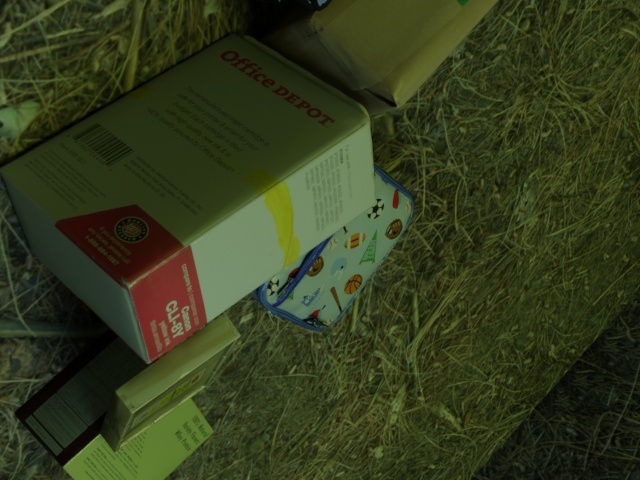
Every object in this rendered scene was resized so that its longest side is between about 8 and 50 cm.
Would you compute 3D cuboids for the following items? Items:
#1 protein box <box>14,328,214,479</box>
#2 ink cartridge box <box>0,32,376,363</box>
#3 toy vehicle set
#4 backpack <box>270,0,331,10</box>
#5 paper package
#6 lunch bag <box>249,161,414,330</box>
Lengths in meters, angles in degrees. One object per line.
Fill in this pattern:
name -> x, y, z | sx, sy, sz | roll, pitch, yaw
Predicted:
protein box -> -0.301, 0.270, 1.755 | 0.201, 0.136, 0.199 | -42, 143, -15
ink cartridge box -> -0.157, -0.068, 1.501 | 0.385, 0.279, 0.160 | -35, 142, -24
toy vehicle set -> -0.201, 0.191, 1.537 | 0.166, 0.035, 0.267 | -35, 172, -23
backpack -> -0.083, -0.467, 1.261 | 0.273, 0.290, 0.355 | -46, 136, 5
paper package -> 0.105, -0.325, 1.550 | 0.168, 0.309, 0.325 | 44, 81, -13
lunch bag -> 0.000, 0.000, 1.899 | 0.303, 0.115, 0.243 | -55, 144, 1
